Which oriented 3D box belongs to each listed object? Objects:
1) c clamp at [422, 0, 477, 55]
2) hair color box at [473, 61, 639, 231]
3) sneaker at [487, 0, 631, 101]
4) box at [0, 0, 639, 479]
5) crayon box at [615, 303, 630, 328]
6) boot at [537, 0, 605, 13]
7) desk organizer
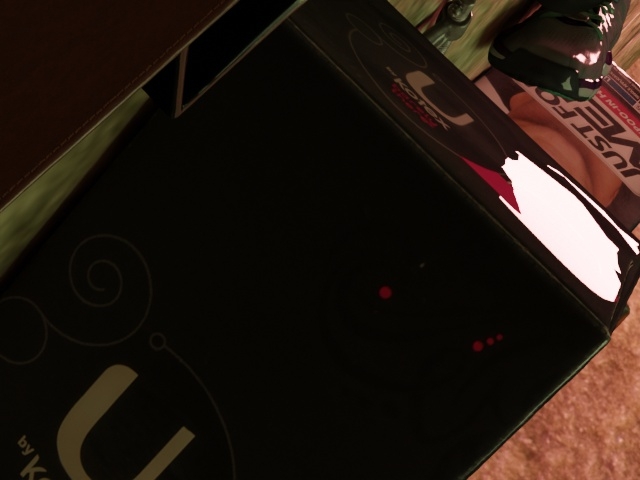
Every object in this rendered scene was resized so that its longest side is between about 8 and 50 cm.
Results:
[{"bbox_3d":[0.050,-0.088,0.887,0.137,0.022,0.161,-43,173,-29],"label":"c clamp"},{"bbox_3d":[0.153,-0.033,1.245,0.347,0.174,0.105,-40,171,-47],"label":"hair color box"},{"bbox_3d":[0.181,-0.164,1.143,0.223,0.083,0.098,-42,154,-70],"label":"sneaker"},{"bbox_3d":[-0.029,0.055,0.605,0.270,0.165,0.143,-48,174,19],"label":"box"},{"bbox_3d":[0.003,0.128,0.856,0.202,0.081,0.318,-28,164,-47],"label":"crayon box"},{"bbox_3d":[0.197,-0.222,0.796,0.244,0.088,0.176,-52,-171,-6],"label":"boot"},{"bbox_3d":[-0.060,-0.036,0.324,0.130,0.050,0.047,-44,174,-15],"label":"desk organizer"}]
